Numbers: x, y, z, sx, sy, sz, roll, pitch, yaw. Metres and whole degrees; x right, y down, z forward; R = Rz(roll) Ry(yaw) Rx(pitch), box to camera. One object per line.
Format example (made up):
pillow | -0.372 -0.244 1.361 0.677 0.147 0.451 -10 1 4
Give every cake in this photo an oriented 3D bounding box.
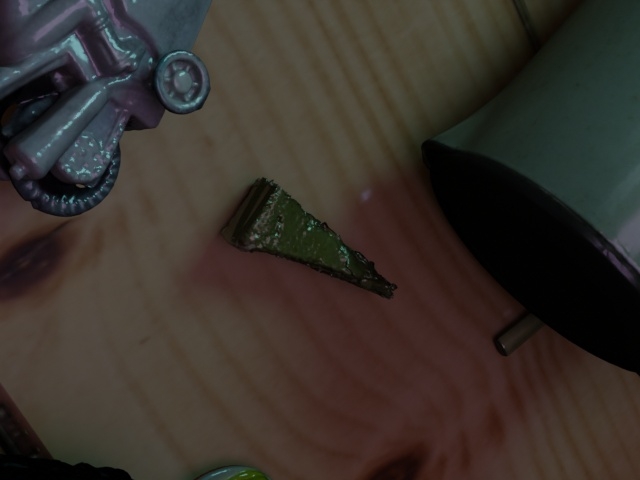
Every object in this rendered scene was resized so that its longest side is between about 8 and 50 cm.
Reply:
cake | 0.000 0.000 0.853 0.140 0.051 0.055 21 87 -31

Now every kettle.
kettle | 0.321 -0.066 0.873 0.361 0.250 0.376 44 79 3

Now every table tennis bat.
table tennis bat | 0.205 0.044 0.988 0.156 0.013 0.087 -36 114 -18

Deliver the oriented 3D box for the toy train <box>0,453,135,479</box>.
toy train | -0.216 0.260 0.718 0.300 0.188 0.265 10 89 -25

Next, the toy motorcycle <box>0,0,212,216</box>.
toy motorcycle | -0.147 -0.153 0.715 0.171 0.110 0.260 34 72 -32

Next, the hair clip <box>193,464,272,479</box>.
hair clip | -0.033 0.236 0.886 0.060 0.033 0.188 -37 111 -20
